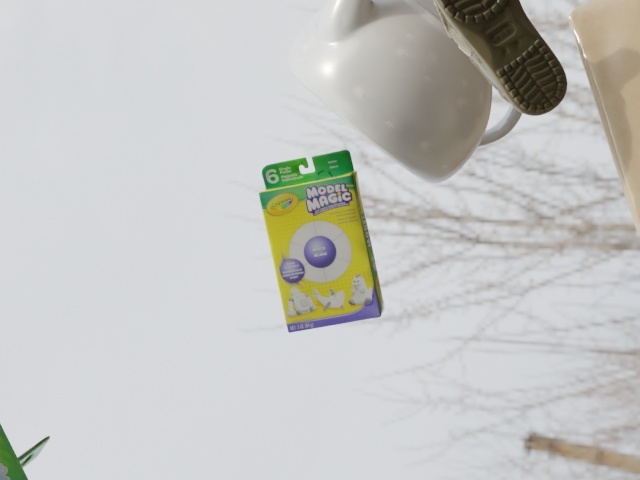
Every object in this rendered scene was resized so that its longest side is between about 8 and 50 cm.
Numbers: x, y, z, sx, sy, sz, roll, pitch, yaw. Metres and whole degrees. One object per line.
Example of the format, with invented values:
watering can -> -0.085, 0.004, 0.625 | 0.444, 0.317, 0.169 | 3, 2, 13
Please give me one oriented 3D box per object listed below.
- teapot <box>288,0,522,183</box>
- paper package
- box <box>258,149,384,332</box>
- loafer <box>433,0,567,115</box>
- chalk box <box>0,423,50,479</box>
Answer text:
teapot -> 0.105, -0.195, 1.480 | 0.187, 0.252, 0.256 | -50, -4, 8
paper package -> 0.481, -0.163, 1.486 | 0.168, 0.325, 0.309 | 30, -137, -63
box -> 0.000, 0.000, 1.407 | 0.043, 0.105, 0.179 | -41, -61, -79
loafer -> 0.106, -0.144, 0.870 | 0.056, 0.050, 0.148 | -27, -90, -6
chalk box -> -0.347, 0.243, 1.240 | 0.213, 0.132, 0.132 | -20, -107, -32
